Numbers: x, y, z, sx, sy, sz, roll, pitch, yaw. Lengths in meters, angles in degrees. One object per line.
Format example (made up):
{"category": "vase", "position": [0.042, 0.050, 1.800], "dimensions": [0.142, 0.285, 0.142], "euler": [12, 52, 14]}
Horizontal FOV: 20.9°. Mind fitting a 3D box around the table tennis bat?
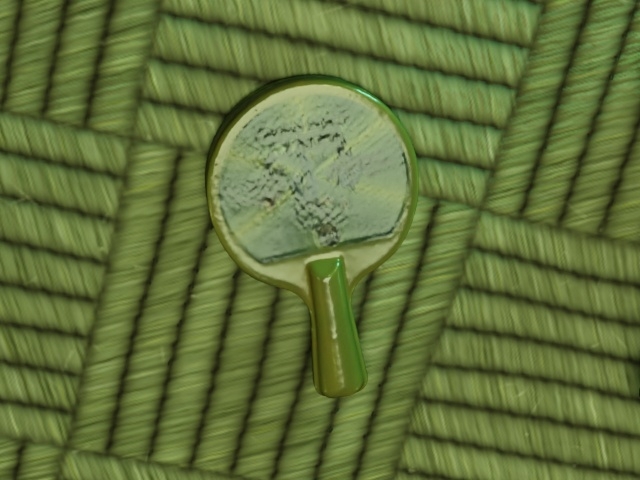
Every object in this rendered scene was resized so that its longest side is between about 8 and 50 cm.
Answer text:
{"category": "table tennis bat", "position": [0.000, 0.000, 1.629], "dimensions": [0.198, 0.050, 0.320], "euler": [-9, 110, -3]}
